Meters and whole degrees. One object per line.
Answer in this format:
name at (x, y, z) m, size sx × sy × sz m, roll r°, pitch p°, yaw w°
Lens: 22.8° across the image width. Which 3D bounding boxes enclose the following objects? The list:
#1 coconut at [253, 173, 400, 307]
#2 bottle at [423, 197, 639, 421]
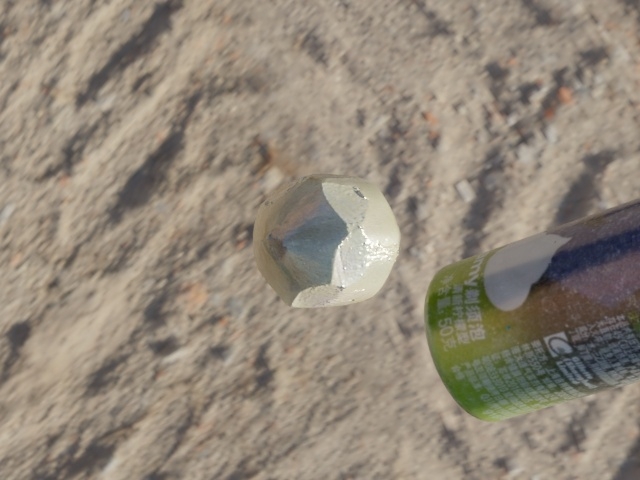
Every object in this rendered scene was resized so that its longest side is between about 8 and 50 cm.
coconut at (0.002, 0.000, 1.804) m, size 0.162 × 0.161 × 0.161 m, roll -2°, pitch 73°, yaw -53°
bottle at (0.211, 0.009, 0.792) m, size 0.093 × 0.330 × 0.093 m, roll 31°, pitch 49°, yaw -44°
